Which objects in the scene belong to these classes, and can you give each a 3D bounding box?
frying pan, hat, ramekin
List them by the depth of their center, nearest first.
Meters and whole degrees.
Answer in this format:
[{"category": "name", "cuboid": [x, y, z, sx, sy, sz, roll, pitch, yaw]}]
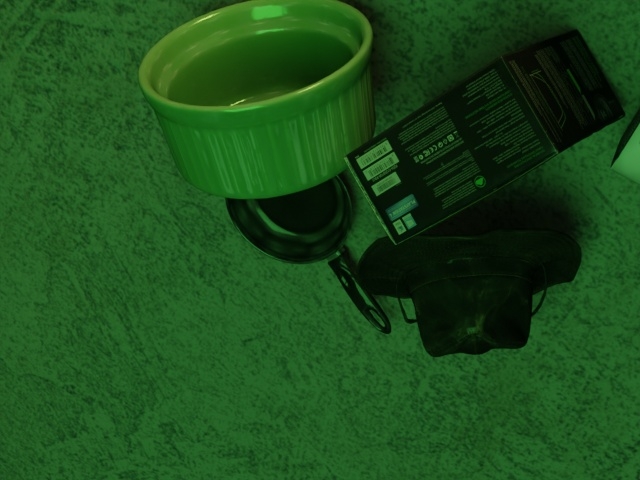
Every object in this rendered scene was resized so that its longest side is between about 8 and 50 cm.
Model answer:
[{"category": "ramekin", "cuboid": [-0.071, -0.184, 1.684, 0.303, 0.303, 0.148, 3, 127, 21]}, {"category": "hat", "cuboid": [0.196, 0.089, 1.723, 0.331, 0.134, 0.331, 0, 162, 0]}, {"category": "frying pan", "cuboid": [0.011, -0.022, 1.891, 0.326, 0.053, 0.197, 32, 126, 0]}]

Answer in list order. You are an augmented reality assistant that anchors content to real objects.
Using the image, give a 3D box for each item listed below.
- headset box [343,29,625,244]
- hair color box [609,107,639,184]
[{"category": "headset box", "cuboid": [0.211, -0.133, 1.610, 0.246, 0.283, 0.131, -31, 89, 32]}, {"category": "hair color box", "cuboid": [0.554, -0.090, 1.591, 0.347, 0.105, 0.174, 29, 125, 4]}]
